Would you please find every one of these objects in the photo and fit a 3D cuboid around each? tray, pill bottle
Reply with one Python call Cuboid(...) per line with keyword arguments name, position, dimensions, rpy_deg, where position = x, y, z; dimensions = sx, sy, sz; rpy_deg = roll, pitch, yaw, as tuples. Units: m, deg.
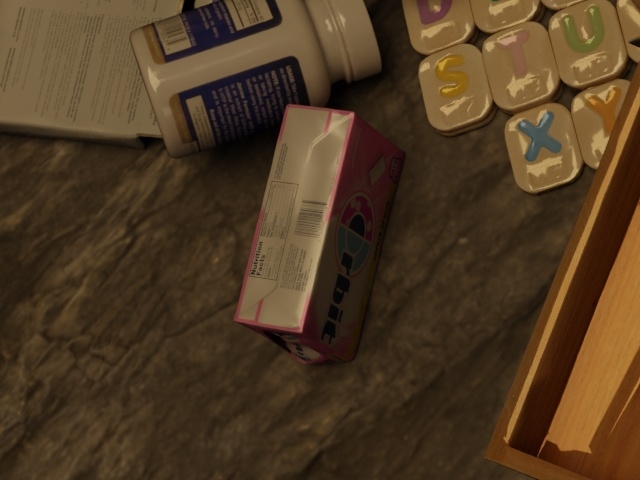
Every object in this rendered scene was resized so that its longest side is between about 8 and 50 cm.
Cuboid(name="tray", position=(0.283, -0.007, 1.314), dimensions=(0.203, 0.076, 0.411), rpy_deg=(19, 84, 30))
Cuboid(name="pill bottle", position=(-0.051, -0.146, 1.596), dimensions=(0.187, 0.112, 0.112), rpy_deg=(-18, 67, -4))

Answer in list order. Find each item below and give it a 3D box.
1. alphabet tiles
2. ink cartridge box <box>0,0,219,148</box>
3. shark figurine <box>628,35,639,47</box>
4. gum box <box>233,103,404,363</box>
Cuboid(name="alphabet tiles", position=(0.205, -0.185, 1.560), dimensions=(0.284, 0.021, 0.278), rpy_deg=(-18, 68, 20))
Cuboid(name="ink cartridge box", position=(-0.182, -0.194, 1.725), dimensions=(0.224, 0.045, 0.223), rpy_deg=(8, 79, 25))
Cuboid(name="shark figurine", position=(0.369, -0.094, 1.401), dimensions=(0.166, 0.116, 0.278), rpy_deg=(-46, 68, 4))
Cuboid(name="gum box", position=(0.000, 0.000, 1.550), dimensions=(0.062, 0.107, 0.188), rpy_deg=(9, 79, 27))
